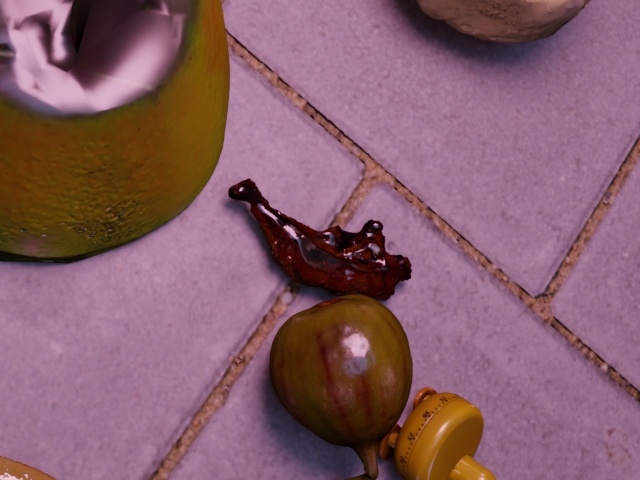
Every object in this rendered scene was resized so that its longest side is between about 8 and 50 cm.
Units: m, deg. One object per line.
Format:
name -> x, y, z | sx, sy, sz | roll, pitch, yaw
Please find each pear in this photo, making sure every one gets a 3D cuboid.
pear -> -0.236, -0.183, 1.019 | 0.399, 0.165, 0.398 | 3, 82, -23

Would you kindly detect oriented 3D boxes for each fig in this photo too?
fig -> 0.027, 0.147, 1.100 | 0.148, 0.142, 0.186 | -22, 78, 2

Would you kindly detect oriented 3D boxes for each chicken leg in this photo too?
chicken leg -> 0.000, 0.007, 1.160 | 0.219, 0.048, 0.089 | 17, 73, -20

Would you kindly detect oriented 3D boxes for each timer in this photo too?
timer -> 0.129, 0.212, 1.154 | 0.107, 0.109, 0.107 | -32, 137, -35

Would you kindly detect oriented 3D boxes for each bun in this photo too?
bun -> 0.186, -0.328, 1.230 | 0.259, 0.152, 0.259 | 8, 67, -20

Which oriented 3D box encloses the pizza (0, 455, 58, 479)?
pizza -> -0.300, 0.286, 0.986 | 0.292, 0.058, 0.197 | 33, 72, -16
